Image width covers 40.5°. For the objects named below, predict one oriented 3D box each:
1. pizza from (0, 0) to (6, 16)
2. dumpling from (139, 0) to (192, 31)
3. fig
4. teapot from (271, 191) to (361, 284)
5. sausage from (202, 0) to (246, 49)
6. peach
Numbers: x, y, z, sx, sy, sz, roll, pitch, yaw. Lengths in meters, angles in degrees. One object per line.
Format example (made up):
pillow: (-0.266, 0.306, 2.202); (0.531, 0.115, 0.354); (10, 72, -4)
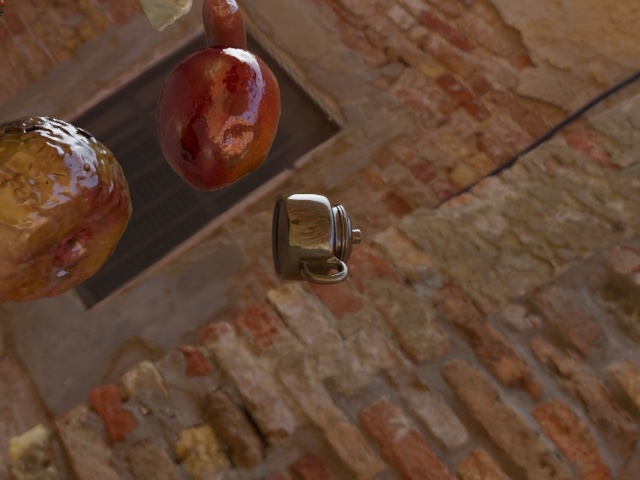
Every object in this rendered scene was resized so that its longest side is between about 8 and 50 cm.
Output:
pizza: (-0.436, -0.307, 1.097); (0.147, 0.226, 0.069); (1, -49, 46)
dumpling: (-0.334, -0.574, 1.910); (0.124, 0.151, 0.228); (8, 68, -52)
fig: (-0.476, -0.090, 1.280); (0.369, 0.286, 0.286); (37, -14, 14)
teapot: (0.000, 0.000, 1.786); (0.267, 0.176, 0.185); (-106, -161, -49)
sausage: (-0.166, -0.364, 1.520); (0.077, 0.077, 0.194); (54, -14, 16)
peach: (-0.170, -0.204, 1.428); (0.200, 0.243, 0.243); (16, -10, -2)
